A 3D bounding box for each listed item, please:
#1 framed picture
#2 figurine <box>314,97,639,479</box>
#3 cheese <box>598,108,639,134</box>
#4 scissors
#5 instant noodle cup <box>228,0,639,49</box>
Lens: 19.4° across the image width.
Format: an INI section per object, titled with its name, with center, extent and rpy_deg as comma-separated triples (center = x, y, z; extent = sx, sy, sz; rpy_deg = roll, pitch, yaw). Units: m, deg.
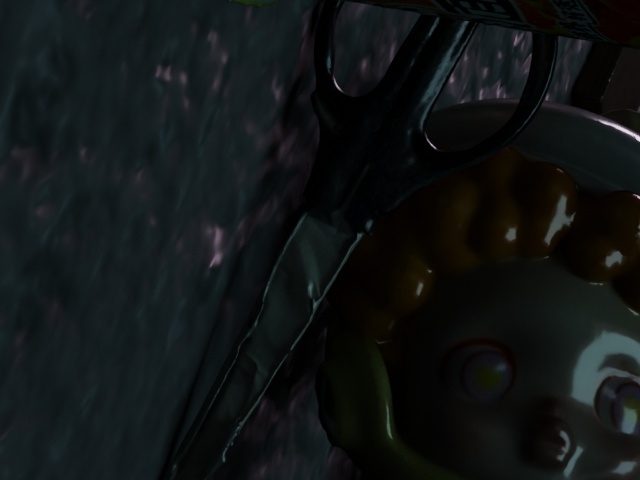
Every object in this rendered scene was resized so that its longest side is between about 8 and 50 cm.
[framed picture]
center = 0.234, -0.138, 1.430
extent = 0.128, 0.023, 0.168
rpy_deg = 76, 36, -58
[figurine]
center = 0.061, 0.121, 0.921
extent = 0.382, 0.224, 0.205
rpy_deg = -62, -175, -10
[cheese]
center = 0.210, -0.030, 1.346
extent = 0.286, 0.082, 0.163
rpy_deg = -40, 148, -51
[scissors]
center = 0.000, 0.000, 0.840
extent = 0.300, 0.109, 0.022
rpy_deg = -59, 171, -1
[instant noodle cup]
center = 0.087, -0.188, 0.711
extent = 0.264, 0.200, 0.264
rpy_deg = -55, 156, -39
